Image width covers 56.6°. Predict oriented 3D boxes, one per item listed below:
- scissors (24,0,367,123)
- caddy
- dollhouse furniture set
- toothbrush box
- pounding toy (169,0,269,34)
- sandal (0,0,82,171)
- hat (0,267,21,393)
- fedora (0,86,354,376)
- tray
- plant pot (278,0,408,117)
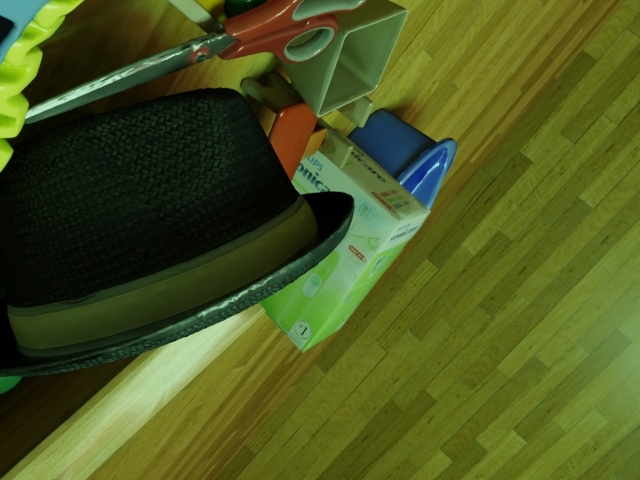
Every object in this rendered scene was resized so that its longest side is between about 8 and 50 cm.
[{"bbox_3d":[-0.073,-0.151,0.432,0.297,0.021,0.109,-26,171,-38],"label":"scissors"},{"bbox_3d":[0.109,-0.071,1.097,0.341,0.179,0.241,-50,162,13],"label":"caddy"},{"bbox_3d":[-0.063,-0.071,0.747,0.262,0.135,0.259,-31,157,-42],"label":"dollhouse furniture set"},{"bbox_3d":[0.000,0.000,0.945,0.122,0.206,0.283,-19,149,-56],"label":"toothbrush box"},{"bbox_3d":[-0.067,-0.250,0.394,0.181,0.094,0.206,-49,164,8],"label":"pounding toy"},{"bbox_3d":[-0.187,-0.146,0.279,0.317,0.126,0.138,-56,166,22],"label":"sandal"},{"bbox_3d":[-0.297,0.125,0.542,0.173,0.183,0.208,-37,161,-27],"label":"hat"},{"bbox_3d":[-0.147,-0.029,0.480,0.334,0.153,0.334,-18,-164,5],"label":"fedora"},{"bbox_3d":[-0.274,0.173,0.713,0.411,0.076,0.203,-43,-154,-14],"label":"tray"},{"bbox_3d":[0.012,-0.221,0.654,0.109,0.096,0.109,-35,160,-37],"label":"plant pot"}]
